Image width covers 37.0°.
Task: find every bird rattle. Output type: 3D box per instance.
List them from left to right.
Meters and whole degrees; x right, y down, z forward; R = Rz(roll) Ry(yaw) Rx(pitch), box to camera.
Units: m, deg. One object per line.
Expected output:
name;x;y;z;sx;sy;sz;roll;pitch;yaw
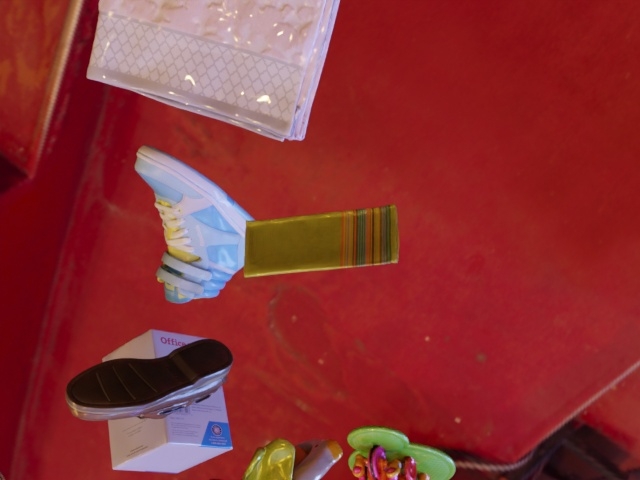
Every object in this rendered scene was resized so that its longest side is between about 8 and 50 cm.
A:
bird rattle;-0.069;0.374;1.432;0.143;0.207;0.253;55;145;5

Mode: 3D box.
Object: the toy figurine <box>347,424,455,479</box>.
toy figurine;0.082;0.320;1.095;0.130;0.159;0.173;-11;140;23

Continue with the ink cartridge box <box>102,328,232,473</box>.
ink cartridge box;-0.304;0.317;1.875;0.168;0.171;0.232;-30;59;32

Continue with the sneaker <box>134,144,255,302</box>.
sneaker;-0.245;-0.009;1.667;0.127;0.208;0.319;26;167;49

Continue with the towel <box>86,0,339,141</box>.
towel;-0.140;-0.320;1.240;0.332;0.053;0.316;19;107;15

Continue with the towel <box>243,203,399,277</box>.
towel;0.000;0.000;1.445;0.237;0.102;0.021;-6;146;9

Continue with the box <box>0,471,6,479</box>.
box;-0.673;0.453;1.728;0.290;0.169;0.087;35;124;41

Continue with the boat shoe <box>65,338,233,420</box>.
boat shoe;-0.286;0.260;1.614;0.110;0.307;0.104;51;134;34
